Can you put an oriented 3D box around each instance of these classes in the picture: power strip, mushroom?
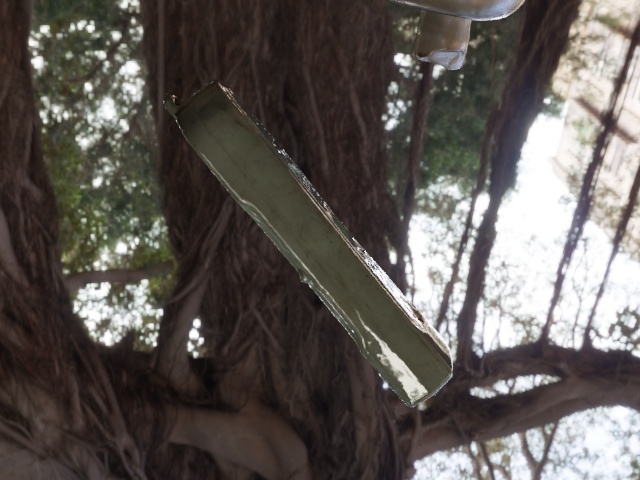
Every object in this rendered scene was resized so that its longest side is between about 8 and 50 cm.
[{"bbox_3d":[-0.003,0.001,0.517,0.048,0.286,0.080,-39,-168,5],"label":"power strip"},{"bbox_3d":[0.170,-0.324,0.961,0.204,0.204,0.204,4,-149,-3],"label":"mushroom"}]
